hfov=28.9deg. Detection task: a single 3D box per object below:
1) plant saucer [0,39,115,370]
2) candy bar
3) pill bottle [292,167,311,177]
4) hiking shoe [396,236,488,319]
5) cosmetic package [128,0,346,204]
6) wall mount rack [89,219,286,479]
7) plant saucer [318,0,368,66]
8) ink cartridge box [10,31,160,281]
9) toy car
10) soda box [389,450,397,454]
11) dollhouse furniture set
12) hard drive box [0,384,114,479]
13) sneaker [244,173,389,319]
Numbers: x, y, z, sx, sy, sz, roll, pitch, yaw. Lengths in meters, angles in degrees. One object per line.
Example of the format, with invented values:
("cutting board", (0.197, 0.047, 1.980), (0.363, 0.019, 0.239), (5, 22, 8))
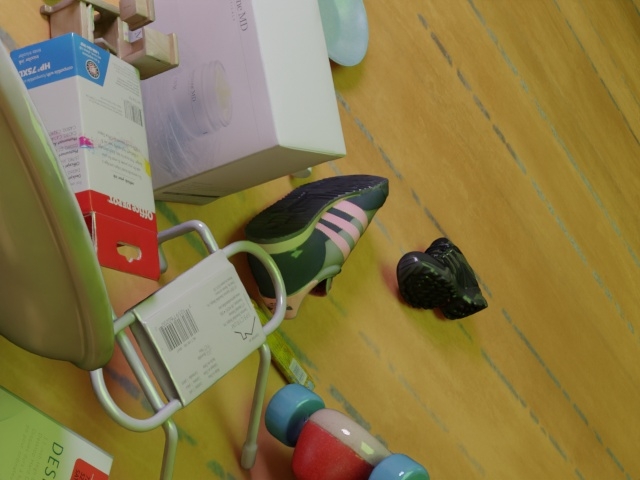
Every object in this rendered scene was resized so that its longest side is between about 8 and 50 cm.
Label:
("plant saucer", (-0.308, -0.054, 1.040), (0.100, 0.400, 0.401), (-26, 100, -22))
("candy bar", (-0.053, 0.144, 1.587), (0.161, 0.018, 0.040), (56, 40, -26))
("pill bottle", (-0.024, -0.129, 1.724), (0.043, 0.043, 0.083), (38, 47, -42))
("hiking shoe", (0.176, 0.047, 1.930), (0.227, 0.086, 0.114), (32, 38, -53))
("cosmetic package", (-0.112, -0.179, 1.448), (0.138, 0.224, 0.224), (4, 73, -56))
("wall mount rack", (-0.149, 0.153, 1.352), (0.350, 0.130, 0.304), (-36, 103, -56))
("plant saucer", (0.004, -0.349, 1.868), (0.195, 0.037, 0.195), (27, 55, -49))
("ink cartridge box", (-0.231, -0.072, 1.234), (0.134, 0.078, 0.231), (24, 56, -67))
("toy car", (-0.002, 0.335, 1.470), (0.238, 0.219, 0.210), (-50, 139, -12))
("soda box", (0.074, 0.412, 1.599), (0.092, 0.083, 0.263), (39, 47, -41))
("dollhouse furniture set", (-0.218, -0.254, 1.381), (0.101, 0.160, 0.182), (13, 66, -54))
("hard drive box", (-0.312, 0.227, 1.101), (0.232, 0.089, 0.181), (43, 45, -39))
("sneaker", (0.000, 0.000, 1.672), (0.319, 0.112, 0.131), (-32, 120, -53))
